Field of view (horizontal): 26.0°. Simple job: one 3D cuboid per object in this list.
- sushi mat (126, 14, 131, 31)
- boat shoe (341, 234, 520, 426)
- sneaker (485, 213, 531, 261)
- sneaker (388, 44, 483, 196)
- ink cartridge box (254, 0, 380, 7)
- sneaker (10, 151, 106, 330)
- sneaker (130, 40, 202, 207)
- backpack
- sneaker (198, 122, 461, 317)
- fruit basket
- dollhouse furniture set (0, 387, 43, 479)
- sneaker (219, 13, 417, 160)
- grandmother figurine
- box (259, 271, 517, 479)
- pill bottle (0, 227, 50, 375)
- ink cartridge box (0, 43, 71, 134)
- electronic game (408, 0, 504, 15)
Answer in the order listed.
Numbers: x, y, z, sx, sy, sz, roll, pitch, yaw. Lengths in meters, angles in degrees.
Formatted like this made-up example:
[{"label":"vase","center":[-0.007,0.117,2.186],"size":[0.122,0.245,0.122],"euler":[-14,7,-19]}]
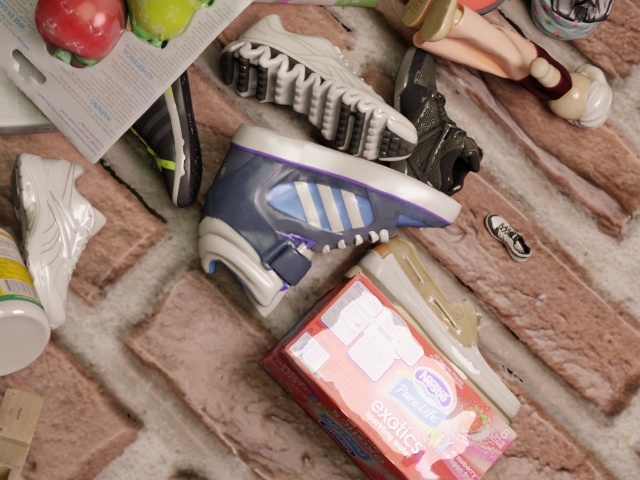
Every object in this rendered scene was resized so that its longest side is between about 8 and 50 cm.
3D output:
[{"label":"sushi mat","center":[-0.283,-0.430,1.904],"size":[0.151,0.019,0.316],"euler":[-18,84,-20]},{"label":"boat shoe","center":[0.170,0.121,1.869],"size":[0.103,0.113,0.302],"euler":[-44,92,-14]},{"label":"sneaker","center":[0.269,-0.008,1.967],"size":[0.032,0.037,0.083],"euler":[-43,91,-18]},{"label":"sneaker","center":[0.166,-0.162,1.916],"size":[0.130,0.087,0.227],"euler":[-2,77,27]},{"label":"ink cartridge box","center":[-0.076,-0.442,1.906],"size":[0.354,0.119,0.207],"euler":[-2,78,-20]},{"label":"sneaker","center":[-0.327,-0.002,1.765],"size":[0.115,0.090,0.232],"euler":[-3,80,-20]},{"label":"sneaker","center":[-0.218,-0.153,1.847],"size":[0.097,0.084,0.234],"euler":[-10,79,6]},{"label":"backpack","center":[0.378,-0.387,2.041],"size":[0.152,0.115,0.182],"euler":[9,77,-3]},{"label":"sneaker","center":[0.000,0.000,1.829],"size":[0.323,0.130,0.236],"euler":[18,95,-6]},{"label":"fruit basket","center":[-0.265,-0.327,1.753],"size":[0.327,0.165,0.353],"euler":[45,100,13]},{"label":"dollhouse furniture set","center":[-0.521,0.234,1.588],"size":[0.356,0.303,0.173],"euler":[17,112,-10]},{"label":"sneaker","center":[0.012,-0.212,1.884],"size":[0.292,0.110,0.118],"euler":[31,56,7]},{"label":"grandmother figurine","center":[0.275,-0.252,1.955],"size":[0.342,0.208,0.104],"euler":[25,114,-28]},{"label":"box","center":[0.086,0.205,1.810],"size":[0.300,0.142,0.154],"euler":[46,70,-3]},{"label":"pill bottle","center":[-0.410,0.054,1.673],"size":[0.118,0.117,0.208],"euler":[-17,50,-19]},{"label":"ink cartridge box","center":[-0.444,-0.232,1.806],"size":[0.232,0.066,0.189],"euler":[-4,79,-1]},{"label":"electronic game","center":[0.190,-0.433,2.030],"size":[0.229,0.048,0.229],"euler":[4,77,-16]}]
